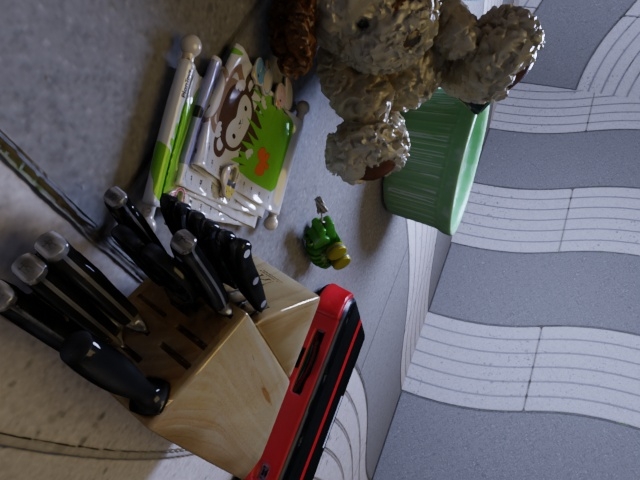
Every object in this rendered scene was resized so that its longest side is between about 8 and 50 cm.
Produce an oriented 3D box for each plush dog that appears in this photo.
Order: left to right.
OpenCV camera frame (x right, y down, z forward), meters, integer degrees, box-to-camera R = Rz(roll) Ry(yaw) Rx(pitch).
[{"bbox_3d":[0.067,-0.220,0.495,0.262,0.210,0.225,-33,154,6],"label":"plush dog"}]

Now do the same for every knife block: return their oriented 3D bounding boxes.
[{"bbox_3d":[-0.115,0.099,0.361,0.242,0.088,0.275,-11,126,-56],"label":"knife block"}]

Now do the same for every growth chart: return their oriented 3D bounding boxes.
[{"bbox_3d":[-0.073,-0.087,0.447,0.237,0.021,0.172,-1,105,-70],"label":"growth chart"}]

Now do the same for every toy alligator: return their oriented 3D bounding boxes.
[{"bbox_3d":[0.000,0.000,0.665,0.051,0.056,0.189,-30,152,-1],"label":"toy alligator"}]

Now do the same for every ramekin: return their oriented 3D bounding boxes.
[{"bbox_3d":[0.242,-0.173,1.027,0.303,0.148,0.303,15,90,-70],"label":"ramekin"}]

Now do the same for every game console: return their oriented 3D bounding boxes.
[{"bbox_3d":[-0.018,0.290,0.840,0.342,0.060,0.386,73,38,-65],"label":"game console"}]

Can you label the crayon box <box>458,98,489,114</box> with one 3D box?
[{"bbox_3d":[0.239,-0.327,0.826,0.081,0.202,0.318,-51,175,32],"label":"crayon box"}]
